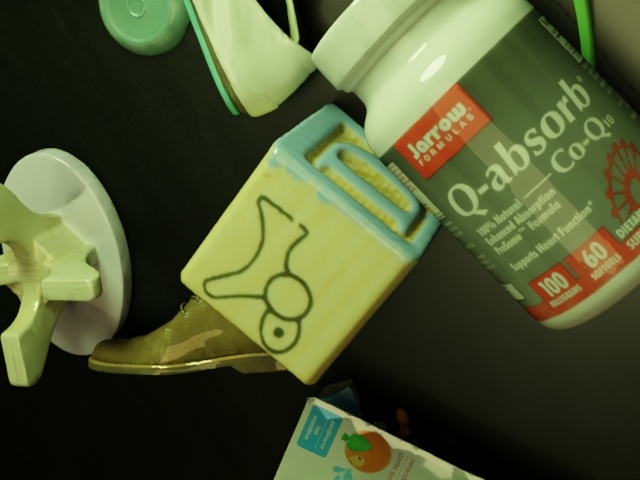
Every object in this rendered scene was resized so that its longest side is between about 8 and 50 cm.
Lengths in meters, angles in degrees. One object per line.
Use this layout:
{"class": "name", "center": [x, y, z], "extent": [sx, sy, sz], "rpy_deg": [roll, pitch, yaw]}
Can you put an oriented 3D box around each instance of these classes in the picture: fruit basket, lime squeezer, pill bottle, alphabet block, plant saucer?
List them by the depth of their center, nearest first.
{"class": "pill bottle", "center": [0.175, -0.106, 1.020], "extent": [0.363, 0.210, 0.210], "rpy_deg": [45, 118, -1]}
{"class": "lime squeezer", "center": [0.207, -0.297, 1.023], "extent": [0.110, 0.059, 0.310], "rpy_deg": [-38, 95, 27]}
{"class": "alphabet block", "center": [0.000, 0.000, 1.134], "extent": [0.192, 0.193, 0.197], "rpy_deg": [41, 118, 3]}
{"class": "plant saucer", "center": [-0.207, -0.270, 1.203], "extent": [0.119, 0.021, 0.119], "rpy_deg": [7, 112, 18]}
{"class": "fruit basket", "center": [0.089, 0.392, 1.252], "extent": [0.353, 0.165, 0.327], "rpy_deg": [23, 116, 2]}

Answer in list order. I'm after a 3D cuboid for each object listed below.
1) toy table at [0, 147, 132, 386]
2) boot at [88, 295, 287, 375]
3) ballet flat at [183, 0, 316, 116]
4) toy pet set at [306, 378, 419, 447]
{"class": "toy table", "center": [-0.348, 0.038, 1.295], "extent": [0.252, 0.161, 0.274], "rpy_deg": [-12, 104, 23]}
{"class": "boot", "center": [-0.147, 0.109, 1.293], "extent": [0.305, 0.112, 0.115], "rpy_deg": [-7, 91, 16]}
{"class": "ballet flat", "center": [-0.120, -0.328, 1.105], "extent": [0.139, 0.139, 0.400], "rpy_deg": [-20, 106, 25]}
{"class": "toy pet set", "center": [0.040, 0.230, 1.278], "extent": [0.122, 0.065, 0.114], "rpy_deg": [-18, 103, 24]}
